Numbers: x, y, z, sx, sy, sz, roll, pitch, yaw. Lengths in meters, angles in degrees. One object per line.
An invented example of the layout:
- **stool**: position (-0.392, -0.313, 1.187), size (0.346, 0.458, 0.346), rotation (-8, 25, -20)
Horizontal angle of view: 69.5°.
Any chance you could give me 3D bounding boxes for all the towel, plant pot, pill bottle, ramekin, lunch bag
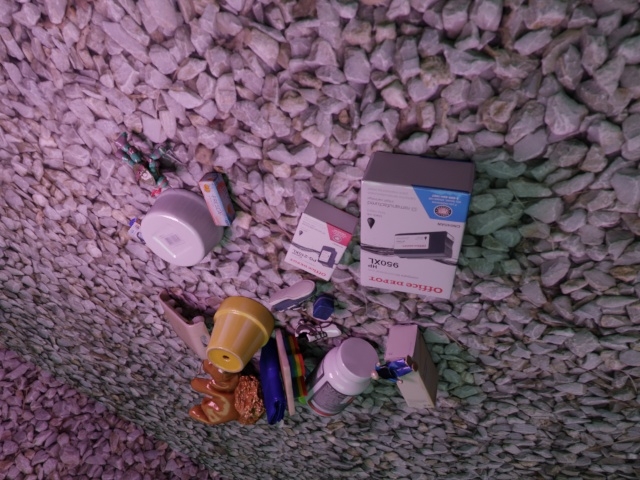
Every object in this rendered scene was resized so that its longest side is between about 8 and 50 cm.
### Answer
- **towel**: position (-0.203, 0.609, 2.008), size (0.076, 0.308, 0.227), rotation (-1, 135, -18)
- **plant pot**: position (-0.345, 0.399, 1.905), size (0.254, 0.239, 0.254), rotation (10, 131, 11)
- **pill bottle**: position (0.083, 0.563, 1.902), size (0.210, 0.210, 0.363), rotation (28, 133, -4)
- **ramekin**: position (-0.502, -0.036, 1.658), size (0.277, 0.135, 0.277), rotation (11, 132, 12)
- **lunch bag**: position (0.010, 0.254, 1.763), size (0.067, 0.065, 0.098), rotation (18, 134, -17)

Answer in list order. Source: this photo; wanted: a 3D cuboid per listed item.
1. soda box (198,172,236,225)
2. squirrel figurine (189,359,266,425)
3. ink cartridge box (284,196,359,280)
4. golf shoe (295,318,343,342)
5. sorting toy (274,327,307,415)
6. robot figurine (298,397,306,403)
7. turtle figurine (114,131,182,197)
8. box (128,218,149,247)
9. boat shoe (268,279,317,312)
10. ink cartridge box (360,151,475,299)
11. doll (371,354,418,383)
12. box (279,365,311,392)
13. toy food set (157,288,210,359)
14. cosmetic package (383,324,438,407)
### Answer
- **soda box**: position (-0.346, -0.139, 1.563), size (0.063, 0.058, 0.183), rotation (2, 130, 19)
- **squirrel figurine**: position (-0.402, 0.669, 2.155), size (0.397, 0.281, 0.370), rotation (21, 119, 17)
- **ink cartridge box**: position (0.000, 0.000, 1.521), size (0.172, 0.100, 0.237), rotation (24, 133, 0)
- **golf shoe**: position (-0.008, 0.376, 1.857), size (0.198, 0.094, 0.077), rotation (0, 128, 19)
- **sorting toy**: position (-0.117, 0.535, 1.918), size (0.089, 0.255, 0.257), rotation (-9, 117, -10)
- **robot figurine**: position (-0.065, 0.742, 2.211), size (0.101, 0.067, 0.115), rotation (23, 137, -27)
- **turtle figurine**: position (-0.565, -0.245, 1.523), size (0.234, 0.118, 0.175), rotation (38, 132, -5)
- **box**: position (-0.693, -0.027, 1.812), size (0.136, 0.028, 0.081), rotation (39, 132, -16)
- **boat shoe**: position (-0.096, 0.221, 1.753), size (0.254, 0.095, 0.079), rotation (-26, 115, 37)
- **ink cartridge box**: position (0.269, -0.035, 1.344), size (0.285, 0.166, 0.395), rotation (9, 132, 14)
- **doll**: position (0.256, 0.467, 1.650), size (0.189, 0.046, 0.129), rotation (-30, 113, 38)
- **box**: position (-0.146, 0.650, 2.178), size (0.233, 0.044, 0.159), rotation (-18, 121, 32)
- **toy food set**: position (-0.574, 0.356, 1.999), size (0.306, 0.092, 0.219), rotation (30, 142, 37)
- **cosmetic package**: position (0.354, 0.485, 1.769), size (0.113, 0.160, 0.309), rotation (-9, 127, 27)
